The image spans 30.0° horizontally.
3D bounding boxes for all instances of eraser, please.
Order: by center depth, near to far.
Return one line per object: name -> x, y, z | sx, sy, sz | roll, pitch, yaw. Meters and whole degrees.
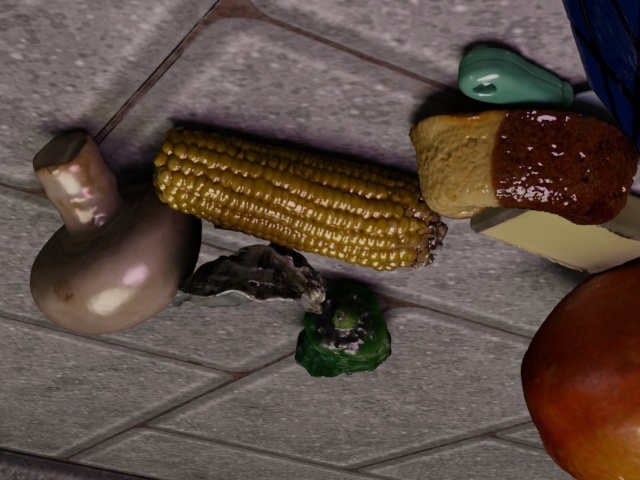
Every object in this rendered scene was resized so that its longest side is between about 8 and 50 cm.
eraser -> 0.257, -0.024, 1.250 | 0.172, 0.058, 0.117 | 18, 156, -27

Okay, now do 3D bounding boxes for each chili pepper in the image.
chili pepper -> 0.032, 0.127, 1.615 | 0.136, 0.099, 0.270 | 14, 162, 5

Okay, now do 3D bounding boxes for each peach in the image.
peach -> 0.409, 0.148, 1.327 | 0.373, 0.289, 0.372 | 1, 155, 0

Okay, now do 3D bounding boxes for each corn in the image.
corn -> -0.017, -0.040, 1.220 | 0.318, 0.115, 0.115 | 12, 157, -14

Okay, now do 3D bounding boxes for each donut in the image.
donut -> 0.174, -0.065, 1.098 | 0.217, 0.085, 0.141 | 1, 171, 28

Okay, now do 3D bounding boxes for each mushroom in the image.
mushroom -> -0.231, 0.004, 1.268 | 0.206, 0.206, 0.209 | -13, 150, 38

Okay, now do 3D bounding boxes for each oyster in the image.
oyster -> -0.058, 0.045, 1.245 | 0.252, 0.087, 0.199 | -9, -178, -45

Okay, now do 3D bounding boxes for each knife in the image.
knife -> 0.237, -0.124, 1.064 | 0.260, 0.034, 0.063 | 11, 156, -26

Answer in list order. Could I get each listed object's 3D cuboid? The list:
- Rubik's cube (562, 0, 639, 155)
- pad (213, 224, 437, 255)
Rubik's cube -> 0.277, -0.163, 0.649 | 0.264, 0.319, 0.319 | -23, 154, 2
pad -> 0.000, 0.000, 1.365 | 0.246, 0.006, 0.170 | 8, 179, -4
